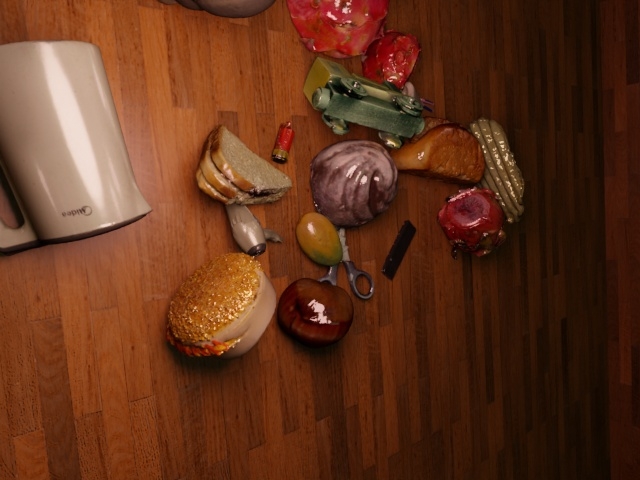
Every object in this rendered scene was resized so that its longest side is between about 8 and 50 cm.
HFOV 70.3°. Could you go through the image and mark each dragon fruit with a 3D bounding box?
[{"bbox_3d":[0.599,-0.056,1.769,0.291,0.250,0.269,45,25,-55],"label":"dragon fruit"},{"bbox_3d":[0.234,-0.622,1.574,0.189,0.163,0.262,11,85,-8],"label":"dragon fruit"},{"bbox_3d":[0.084,-0.772,1.401,0.370,0.249,0.387,31,71,-27],"label":"dragon fruit"}]

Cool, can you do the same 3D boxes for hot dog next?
[{"bbox_3d":[0.446,-0.342,1.699,0.405,0.185,0.223,6,89,-37],"label":"hot dog"}]

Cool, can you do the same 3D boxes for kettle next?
[{"bbox_3d":[-0.587,-0.180,0.949,0.360,0.250,0.377,-17,105,-13],"label":"kettle"}]

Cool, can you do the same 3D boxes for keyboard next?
[{"bbox_3d":[0.293,0.034,1.700,0.072,0.023,0.231,42,68,-36],"label":"keyboard"}]

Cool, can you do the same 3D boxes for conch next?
[{"bbox_3d":[0.317,-0.518,1.680,0.176,0.094,0.105,22,63,-61],"label":"conch"}]

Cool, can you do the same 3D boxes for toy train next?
[{"bbox_3d":[0.137,-0.430,1.414,0.396,0.253,0.160,7,129,-29],"label":"toy train"}]

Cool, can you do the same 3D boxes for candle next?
[{"bbox_3d":[-0.111,-0.301,1.380,0.052,0.052,0.131,20,79,-35],"label":"candle"}]

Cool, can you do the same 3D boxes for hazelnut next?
[{"bbox_3d":[-0.021,0.224,1.376,0.229,0.229,0.230,-1,92,-36],"label":"hazelnut"}]

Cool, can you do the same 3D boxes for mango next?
[{"bbox_3d":[0.000,0.000,1.437,0.195,0.092,0.130,46,73,-21],"label":"mango"}]

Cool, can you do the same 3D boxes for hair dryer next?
[{"bbox_3d":[-0.203,-0.066,1.296,0.219,0.088,0.225,55,17,-1],"label":"hair dryer"}]

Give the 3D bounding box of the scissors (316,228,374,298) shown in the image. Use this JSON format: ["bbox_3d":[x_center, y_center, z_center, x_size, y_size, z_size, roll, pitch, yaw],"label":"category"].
[{"bbox_3d":[0.067,0.025,1.530,0.255,0.029,0.384,-5,91,-30],"label":"scissors"}]

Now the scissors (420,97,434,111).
[{"bbox_3d":[0.403,-0.532,1.766,0.113,0.012,0.039,9,86,-36],"label":"scissors"}]

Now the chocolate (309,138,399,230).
[{"bbox_3d":[0.139,-0.189,1.450,0.303,0.213,0.304,4,82,-33],"label":"chocolate"}]

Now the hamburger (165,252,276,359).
[{"bbox_3d":[-0.254,0.163,1.156,0.179,0.275,0.294,48,60,-39],"label":"hamburger"}]

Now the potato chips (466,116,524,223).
[{"bbox_3d":[0.679,-0.267,1.789,0.070,0.358,0.430,-22,85,-4],"label":"potato chips"}]

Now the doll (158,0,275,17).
[{"bbox_3d":[-0.207,-0.688,1.135,0.378,0.252,0.382,38,73,12],"label":"doll"}]

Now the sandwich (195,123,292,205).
[{"bbox_3d":[-0.196,-0.160,1.223,0.099,0.254,0.288,-41,125,19],"label":"sandwich"}]
